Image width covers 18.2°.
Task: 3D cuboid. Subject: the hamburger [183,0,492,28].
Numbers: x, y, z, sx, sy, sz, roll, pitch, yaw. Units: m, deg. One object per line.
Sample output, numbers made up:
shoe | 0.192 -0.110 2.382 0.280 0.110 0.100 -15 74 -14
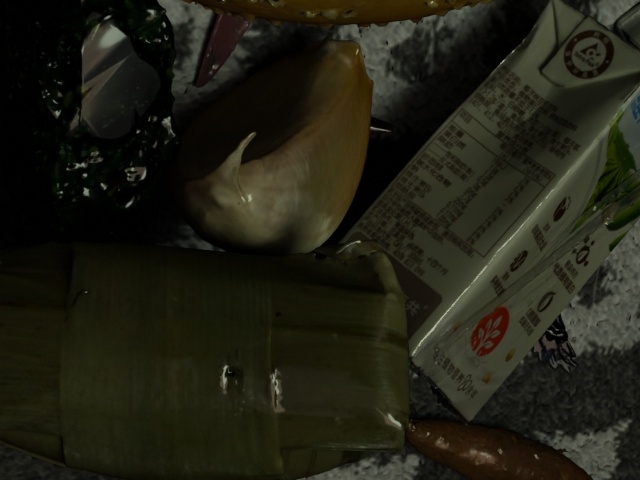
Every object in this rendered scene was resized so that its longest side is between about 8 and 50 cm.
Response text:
hamburger | 0.061 -0.289 1.430 0.445 0.287 0.268 -9 111 -21

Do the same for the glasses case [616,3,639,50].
glasses case | 0.392 -0.118 1.865 0.128 0.083 0.308 -42 129 -1

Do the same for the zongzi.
zongzi | -0.171 0.102 1.560 0.447 0.418 0.181 6 77 -5

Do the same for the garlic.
garlic | -0.041 -0.065 1.569 0.145 0.245 0.164 31 123 4

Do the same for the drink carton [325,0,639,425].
drink carton | 0.159 -0.023 1.706 0.324 0.132 0.194 -49 152 -4

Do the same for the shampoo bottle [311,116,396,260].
shampoo bottle | 0.002 0.001 1.718 0.068 0.067 0.236 6 114 -22

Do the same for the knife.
knife | -0.047 -0.231 1.591 0.035 0.018 0.247 9 115 -40

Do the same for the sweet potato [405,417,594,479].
sweet potato | 0.195 0.220 1.960 0.314 0.066 0.072 30 93 -35

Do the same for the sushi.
sushi | -0.180 -0.105 1.515 0.124 0.127 0.225 -11 123 -27

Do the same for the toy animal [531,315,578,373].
toy animal | 0.198 0.053 1.877 0.108 0.062 0.220 -42 131 -26
